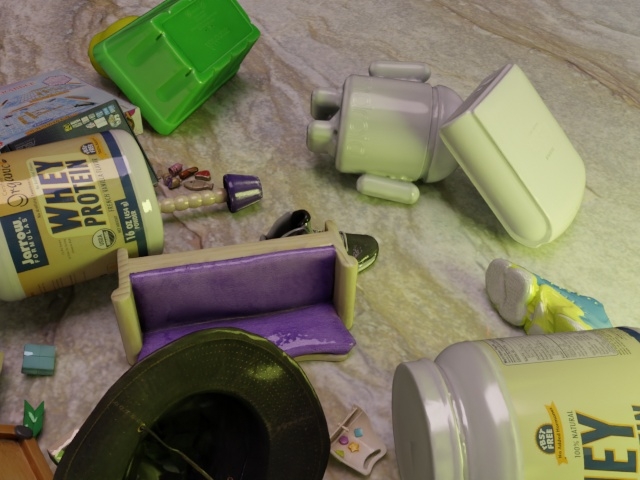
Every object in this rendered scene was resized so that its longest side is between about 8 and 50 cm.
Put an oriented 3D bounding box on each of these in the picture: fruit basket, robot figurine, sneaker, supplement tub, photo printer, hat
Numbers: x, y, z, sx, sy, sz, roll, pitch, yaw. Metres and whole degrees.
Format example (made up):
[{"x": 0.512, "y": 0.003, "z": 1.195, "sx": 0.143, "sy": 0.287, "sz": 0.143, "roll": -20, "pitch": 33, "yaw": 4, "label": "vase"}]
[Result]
[{"x": -0.378, "y": -0.429, "z": 1.625, "sx": 0.392, "sy": 0.283, "sz": 0.392, "roll": -35, "pitch": 17, "yaw": 13, "label": "fruit basket"}, {"x": 0.150, "y": -0.224, "z": 1.391, "sx": 0.353, "sy": 0.200, "sz": 0.300, "roll": 6, "pitch": 83, "yaw": -1, "label": "robot figurine"}, {"x": 0.381, "y": 0.113, "z": 1.126, "sx": 0.126, "sy": 0.091, "sz": 0.240, "roll": -2, "pitch": 37, "yaw": -34, "label": "sneaker"}, {"x": -0.430, "y": -0.036, "z": 1.084, "sx": 0.316, "sy": 0.228, "sz": 0.228, "roll": -17, "pitch": 45, "yaw": -21, "label": "supplement tub"}, {"x": 0.000, "y": 0.000, "z": 1.184, "sx": 0.228, "sy": 0.132, "sz": 0.086, "roll": -13, "pitch": 43, "yaw": -16, "label": "sneaker"}, {"x": 0.380, "y": -0.153, "z": 1.293, "sx": 0.308, "sy": 0.107, "sz": 0.256, "roll": 53, "pitch": 47, "yaw": -9, "label": "photo printer"}, {"x": 0.268, "y": 0.235, "z": 0.848, "sx": 0.324, "sy": 0.236, "sz": 0.235, "roll": -4, "pitch": 41, "yaw": -7, "label": "supplement tub"}, {"x": -0.155, "y": 0.258, "z": 0.788, "sx": 0.331, "sy": 0.332, "sz": 0.134, "roll": -26, "pitch": 14, "yaw": -29, "label": "hat"}]

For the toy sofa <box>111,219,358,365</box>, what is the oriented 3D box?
[{"x": -0.124, "y": 0.096, "z": 1.055, "sx": 0.362, "sy": 0.150, "sz": 0.177, "roll": -8, "pitch": 41, "yaw": -11, "label": "toy sofa"}]

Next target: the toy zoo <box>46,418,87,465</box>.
[{"x": -0.181, "y": 0.310, "z": 0.875, "sx": 0.293, "sy": 0.030, "sz": 0.192, "roll": 37, "pitch": 52, "yaw": 23, "label": "toy zoo"}]

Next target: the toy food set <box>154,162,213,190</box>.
[{"x": -0.279, "y": -0.134, "z": 1.411, "sx": 0.122, "sy": 0.019, "sz": 0.078, "roll": 1, "pitch": 41, "yaw": -2, "label": "toy food set"}]

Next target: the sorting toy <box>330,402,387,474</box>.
[{"x": 0.048, "y": 0.281, "z": 0.936, "sx": 0.075, "sy": 0.045, "sz": 0.083, "roll": 34, "pitch": 49, "yaw": 22, "label": "sorting toy"}]

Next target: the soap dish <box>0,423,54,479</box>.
[{"x": -0.376, "y": 0.315, "z": 0.733, "sx": 0.291, "sy": 0.229, "sz": 0.118, "roll": 42, "pitch": 97, "yaw": 36, "label": "soap dish"}]

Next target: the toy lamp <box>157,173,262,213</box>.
[{"x": -0.247, "y": -0.076, "z": 1.303, "sx": 0.274, "sy": 0.080, "sz": 0.080, "roll": -10, "pitch": 42, "yaw": -15, "label": "toy lamp"}]

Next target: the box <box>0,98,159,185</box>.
[{"x": -0.447, "y": -0.139, "z": 1.291, "sx": 0.232, "sy": 0.184, "sz": 0.059, "roll": -34, "pitch": 16, "yaw": -34, "label": "box"}]

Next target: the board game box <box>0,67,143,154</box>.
[{"x": -0.593, "y": -0.244, "z": 1.418, "sx": 0.318, "sy": 0.066, "sz": 0.318, "roll": 29, "pitch": 45, "yaw": 34, "label": "board game box"}]

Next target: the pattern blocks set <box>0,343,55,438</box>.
[{"x": -0.540, "y": 0.199, "z": 0.937, "sx": 0.324, "sy": 0.026, "sz": 0.285, "roll": 16, "pitch": 37, "yaw": -16, "label": "pattern blocks set"}]
